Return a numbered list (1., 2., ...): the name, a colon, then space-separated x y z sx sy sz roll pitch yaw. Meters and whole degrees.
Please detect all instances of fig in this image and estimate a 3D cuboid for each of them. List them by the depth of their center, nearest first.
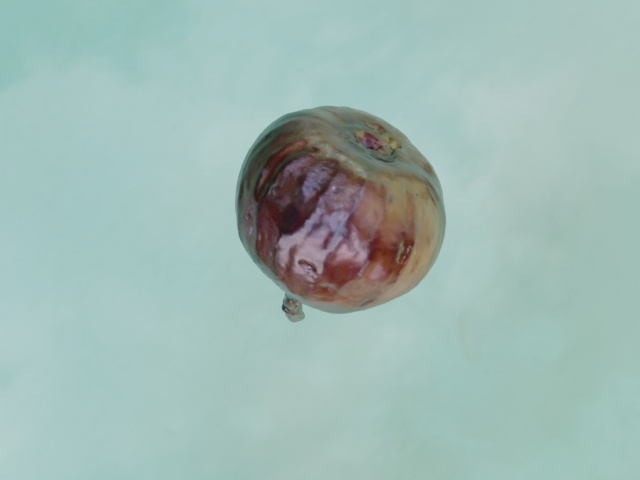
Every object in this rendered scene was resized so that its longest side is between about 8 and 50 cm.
1. fig: 0.001 -0.016 0.612 0.150 0.128 0.128 -19 103 42
